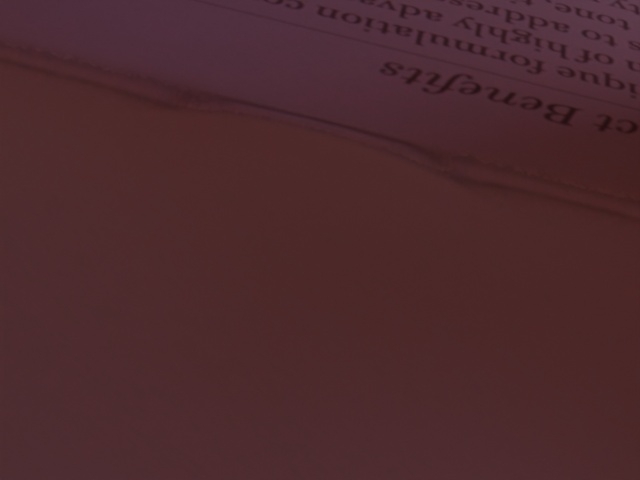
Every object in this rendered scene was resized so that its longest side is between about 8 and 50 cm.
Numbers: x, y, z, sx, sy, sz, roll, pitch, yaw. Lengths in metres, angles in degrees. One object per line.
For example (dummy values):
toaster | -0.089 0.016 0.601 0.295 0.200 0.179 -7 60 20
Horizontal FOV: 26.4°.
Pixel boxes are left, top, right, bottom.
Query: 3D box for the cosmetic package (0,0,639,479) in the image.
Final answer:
cosmetic package | 0.000 0.000 0.600 0.393 0.329 0.327 -71 175 -57
